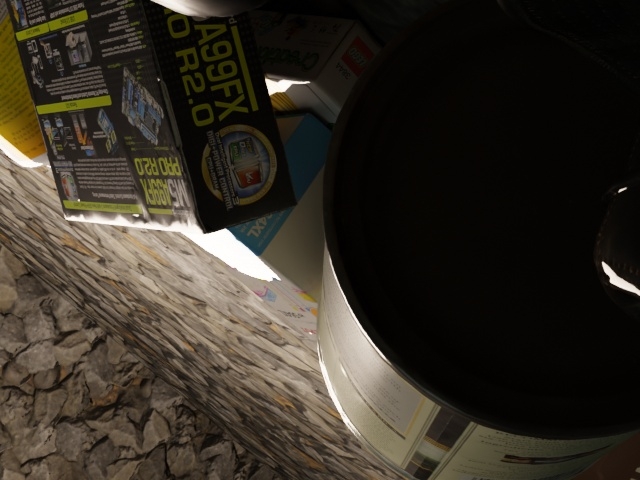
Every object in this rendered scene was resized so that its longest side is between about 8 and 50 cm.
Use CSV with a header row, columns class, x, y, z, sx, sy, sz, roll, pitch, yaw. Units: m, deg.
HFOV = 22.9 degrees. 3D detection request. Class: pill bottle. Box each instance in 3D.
class,x,y,z,sx,sy,sz,roll,pitch,yaw
pill bottle,-0.254,-0.141,1.307,0.215,0.117,0.117,45,164,-35

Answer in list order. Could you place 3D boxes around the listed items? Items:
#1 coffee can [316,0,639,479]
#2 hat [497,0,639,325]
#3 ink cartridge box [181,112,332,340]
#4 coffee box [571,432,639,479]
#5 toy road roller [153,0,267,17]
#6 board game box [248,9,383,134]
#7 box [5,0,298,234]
class,x,y,z,sx,sy,sz,roll,pitch,yaw
coffee can,0.098,0.017,0.795,0.201,0.201,0.275,34,167,7
hat,0.192,0.011,0.507,0.331,0.134,0.331,21,175,2
ink cartridge box,0.000,0.000,0.991,0.143,0.090,0.092,41,164,-20
coffee box,0.291,0.218,1.095,0.297,0.168,0.119,44,164,-35
toy road roller,-0.051,-0.234,0.352,0.202,0.240,0.329,21,-143,-47
board game box,0.043,-0.038,1.065,0.305,0.053,0.193,44,164,-33
box,-0.117,-0.117,0.931,0.270,0.060,0.216,4,111,66
